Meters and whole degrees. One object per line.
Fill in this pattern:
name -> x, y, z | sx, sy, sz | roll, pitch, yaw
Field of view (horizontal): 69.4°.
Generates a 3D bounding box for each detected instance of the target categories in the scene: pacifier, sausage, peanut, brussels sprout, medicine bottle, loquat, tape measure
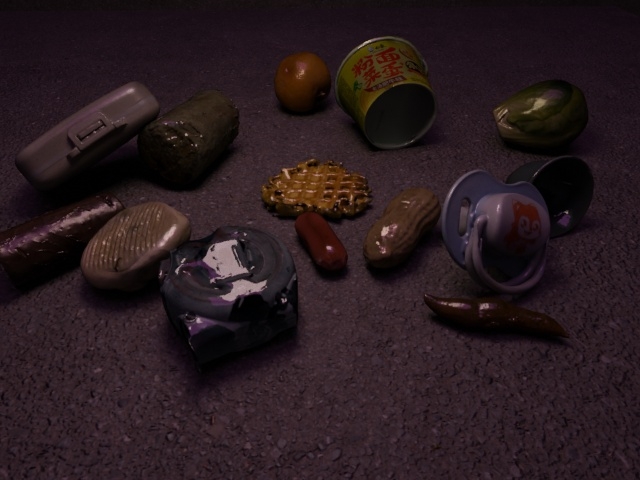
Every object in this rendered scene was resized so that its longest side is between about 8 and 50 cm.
pacifier -> 0.354, -0.021, 1.014 | 0.300, 0.243, 0.233 | 10, 2, -24
sausage -> 0.000, 0.000, 1.049 | 0.077, 0.077, 0.194 | -14, 40, -17
peanut -> 0.180, -0.027, 1.056 | 0.124, 0.123, 0.257 | 26, 52, 28
brussels sprout -> 0.674, -0.381, 1.425 | 0.272, 0.210, 0.219 | -12, 33, 10
medicine bottle -> -0.606, -0.274, 1.223 | 0.375, 0.122, 0.282 | -40, 22, -17
loquat -> -0.062, -0.560, 1.642 | 0.208, 0.207, 0.208 | 0, 39, 0
tape measure -> -0.168, 0.088, 0.883 | 0.257, 0.147, 0.275 | -19, 44, -22

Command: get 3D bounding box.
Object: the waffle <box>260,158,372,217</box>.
waffle -> -0.007, -0.135, 1.222 | 0.281, 0.060, 0.262 | -26, 46, -28

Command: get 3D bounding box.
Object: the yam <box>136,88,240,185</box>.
yam -> -0.365, -0.297, 1.320 | 0.195, 0.195, 0.300 | 12, 40, 14

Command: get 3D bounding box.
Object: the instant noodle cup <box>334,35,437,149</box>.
instant noodle cup -> 0.218, -0.443, 1.441 | 0.312, 0.311, 0.221 | -9, 50, -10

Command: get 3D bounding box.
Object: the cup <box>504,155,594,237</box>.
cup -> 0.533, -0.121, 1.138 | 0.199, 0.198, 0.150 | -12, 22, -14

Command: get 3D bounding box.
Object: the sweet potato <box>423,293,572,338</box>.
sweet potato -> 0.334, 0.142, 0.883 | 0.274, 0.067, 0.067 | 10, 40, 9

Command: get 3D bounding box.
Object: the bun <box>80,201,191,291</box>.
bun -> -0.384, 0.018, 0.992 | 0.238, 0.116, 0.209 | -22, 45, -3

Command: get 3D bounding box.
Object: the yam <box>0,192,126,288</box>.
yam -> -0.570, -0.011, 1.024 | 0.131, 0.130, 0.280 | 29, 46, 31
